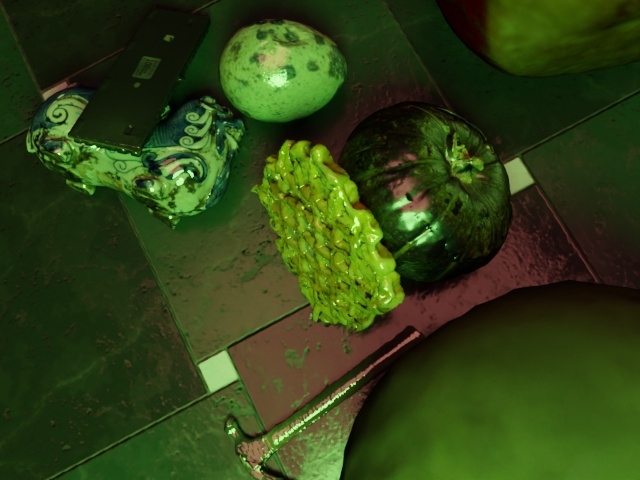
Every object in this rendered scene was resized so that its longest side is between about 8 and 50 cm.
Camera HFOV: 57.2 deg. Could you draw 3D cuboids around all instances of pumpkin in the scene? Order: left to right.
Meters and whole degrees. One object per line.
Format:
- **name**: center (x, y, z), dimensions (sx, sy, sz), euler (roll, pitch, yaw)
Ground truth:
- **pumpkin**: center (0.135, -0.063, 0.737), dimensions (0.237, 0.159, 0.238), euler (11, 60, -21)

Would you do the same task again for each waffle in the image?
- **waffle**: center (0.002, -0.001, 0.722), dimensions (0.052, 0.254, 0.245), euler (-28, 90, -24)

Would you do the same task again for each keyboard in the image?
- **keyboard**: center (-0.236, -0.230, 0.817), dimensions (0.106, 0.027, 0.317), euler (11, 49, 1)

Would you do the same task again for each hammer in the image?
- **hammer**: center (0.015, 0.210, 0.787), dimensions (0.297, 0.027, 0.125), euler (-37, 77, -3)

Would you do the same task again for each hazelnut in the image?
- **hazelnut**: center (0.338, -0.397, 0.695), dimensions (0.429, 0.402, 0.402), euler (-6, 78, 17)

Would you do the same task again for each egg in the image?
- **egg**: center (-0.052, -0.236, 0.824), dimensions (0.181, 0.141, 0.141), euler (-3, 78, -7)

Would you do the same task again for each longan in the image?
- **longan**: center (0.216, 0.242, 0.571), dimensions (0.404, 0.404, 0.436), euler (36, 53, 11)

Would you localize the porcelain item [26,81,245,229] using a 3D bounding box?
- **porcelain item**: center (-0.258, -0.144, 0.831), dimensions (0.288, 0.138, 0.186), euler (20, 71, 8)
